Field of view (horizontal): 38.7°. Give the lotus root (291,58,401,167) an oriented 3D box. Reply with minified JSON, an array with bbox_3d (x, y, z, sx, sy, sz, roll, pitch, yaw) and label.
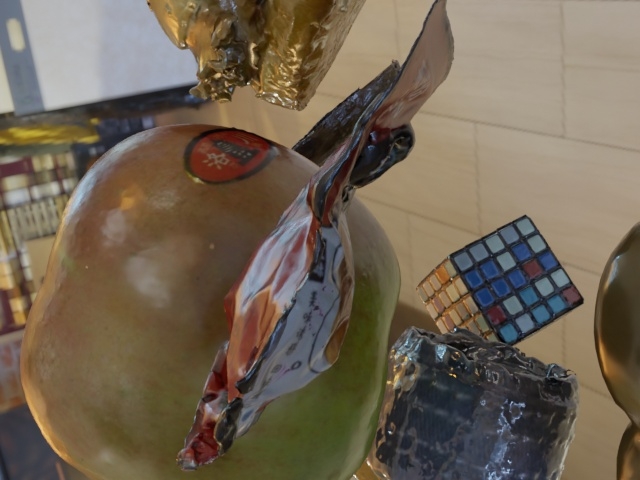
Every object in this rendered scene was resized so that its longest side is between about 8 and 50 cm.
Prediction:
[{"bbox_3d":[0.037,-0.204,1.696,0.078,0.329,0.167,48,171,0],"label":"lotus root"}]

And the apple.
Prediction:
[{"bbox_3d":[-0.081,0.072,0.799,0.338,0.305,0.338,18,-90,-88],"label":"apple"}]

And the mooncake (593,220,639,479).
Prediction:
[{"bbox_3d":[0.442,0.073,0.761,0.262,0.467,0.466,13,116,46],"label":"mooncake"}]

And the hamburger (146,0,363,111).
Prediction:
[{"bbox_3d":[-0.076,-0.296,1.085,0.287,0.268,0.445,-60,3,12],"label":"hamburger"}]

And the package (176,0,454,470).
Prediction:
[{"bbox_3d":[0.000,0.000,0.505,0.194,0.071,0.269,160,134,-86],"label":"package"}]

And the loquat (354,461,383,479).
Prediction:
[{"bbox_3d":[0.125,0.265,1.241,0.176,0.234,0.187,-21,98,26],"label":"loquat"}]

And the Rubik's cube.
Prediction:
[{"bbox_3d":[0.304,0.094,1.577,0.184,0.182,0.187,60,158,11],"label":"Rubik's cube"}]

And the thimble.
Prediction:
[{"bbox_3d":[0.166,0.196,1.013,0.236,0.205,0.172,-159,85,-69],"label":"thimble"}]
